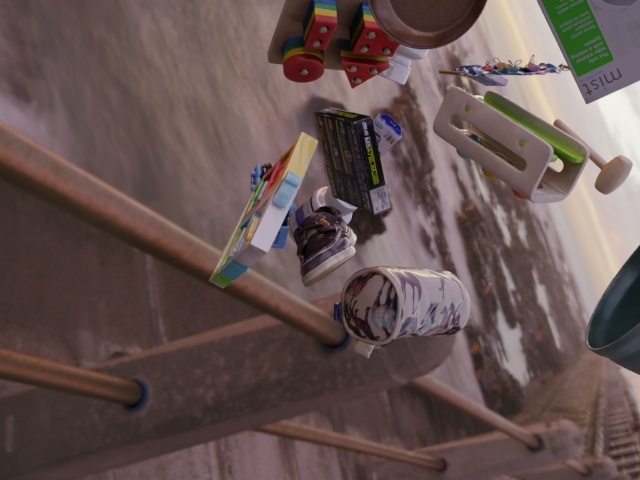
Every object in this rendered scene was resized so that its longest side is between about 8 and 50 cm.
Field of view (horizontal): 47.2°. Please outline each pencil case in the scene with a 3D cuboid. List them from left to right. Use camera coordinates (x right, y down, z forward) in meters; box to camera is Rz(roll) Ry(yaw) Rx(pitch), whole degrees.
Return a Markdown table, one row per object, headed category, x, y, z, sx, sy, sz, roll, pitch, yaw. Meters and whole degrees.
| category | x | y | z | sx | sy | sz | roll | pitch | yaw |
| --- | --- | --- | --- | --- | --- | --- | --- | --- | --- |
| pencil case | 0.199 | 0.151 | 1.650 | 0.410 | 0.160 | 0.183 | 6 | 111 | -57 |

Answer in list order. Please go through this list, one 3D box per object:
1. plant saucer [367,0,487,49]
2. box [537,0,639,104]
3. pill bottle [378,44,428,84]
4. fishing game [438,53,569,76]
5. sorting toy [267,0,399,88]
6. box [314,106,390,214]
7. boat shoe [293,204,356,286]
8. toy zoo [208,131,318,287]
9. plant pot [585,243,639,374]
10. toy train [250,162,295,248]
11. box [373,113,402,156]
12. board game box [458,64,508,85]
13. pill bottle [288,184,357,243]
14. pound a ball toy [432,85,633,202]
| category | x | y | z | sx | sy | sz | roll | pitch | yaw |
| --- | --- | --- | --- | --- | --- | --- | --- | --- | --- |
| plant saucer | 0.169 | -0.398 | 1.134 | 0.036 | 0.199 | 0.198 | -30 | 100 | -60 |
| box | 0.457 | -0.353 | 1.019 | 0.127 | 0.262 | 0.231 | -31 | 97 | -52 |
| pill bottle | 0.215 | -0.569 | 1.865 | 0.318 | 0.176 | 0.176 | -68 | 168 | 14 |
| fishing game | 0.364 | -0.330 | 1.382 | 0.189 | 0.264 | 0.041 | -116 | -157 | -73 |
| sorting toy | 0.042 | -0.410 | 1.521 | 0.255 | 0.257 | 0.089 | 127 | -38 | -64 |
| box | 0.060 | -0.159 | 1.444 | 0.184 | 0.045 | 0.190 | 34 | -39 | 63 |
| boat shoe | 0.000 | 0.000 | 1.214 | 0.092 | 0.103 | 0.285 | 56 | 13 | -6 |
| toy zoo | -0.084 | -0.044 | 1.105 | 0.030 | 0.293 | 0.192 | 28 | 66 | -12 |
| plant pot | 0.560 | 0.099 | 1.068 | 0.196 | 0.293 | 0.293 | 36 | 18 | 6 |
| toy train | -0.099 | -0.070 | 1.395 | 0.184 | 0.080 | 0.105 | -103 | -157 | -51 |
| box | 0.139 | -0.253 | 1.834 | 0.081 | 0.136 | 0.028 | 44 | 37 | -3 |
| board game box | 0.392 | -0.397 | 1.769 | 0.090 | 0.020 | 0.090 | 19 | 5 | -21 |
| pill bottle | 0.011 | -0.065 | 1.781 | 0.112 | 0.187 | 0.112 | 21 | 49 | -27 |
| pound a ball toy | 0.393 | -0.166 | 1.398 | 0.208 | 0.135 | 0.319 | -4 | 36 | -38 |
